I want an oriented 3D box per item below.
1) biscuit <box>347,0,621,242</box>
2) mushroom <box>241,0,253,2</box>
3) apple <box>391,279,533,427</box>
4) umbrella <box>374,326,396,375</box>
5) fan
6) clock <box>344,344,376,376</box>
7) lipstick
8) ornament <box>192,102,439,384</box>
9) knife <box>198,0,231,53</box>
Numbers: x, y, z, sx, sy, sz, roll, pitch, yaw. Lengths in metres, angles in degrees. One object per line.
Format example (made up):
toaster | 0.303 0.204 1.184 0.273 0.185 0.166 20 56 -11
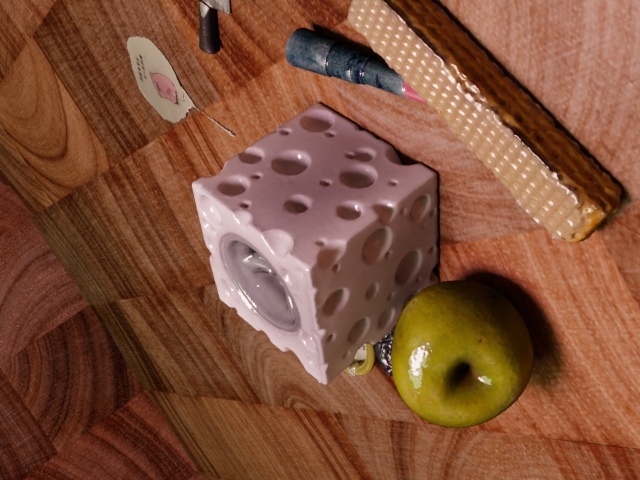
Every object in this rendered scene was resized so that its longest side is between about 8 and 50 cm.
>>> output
biscuit | 0.177 -0.151 1.101 0.379 0.054 0.094 48 155 12
mushroom | -0.101 -0.396 1.230 0.097 0.088 0.212 31 153 13
apple | 0.185 0.147 1.311 0.157 0.196 0.196 -109 -3 -64
umbrella | 0.095 0.106 1.551 0.071 0.080 0.224 -63 -52 -78
fan | -0.252 -0.255 1.754 0.310 0.010 0.182 37 149 33
clock | 0.027 0.122 1.692 0.237 0.057 0.237 40 150 30
lipstick | 0.051 -0.215 1.241 0.234 0.053 0.053 29 145 40
ornament | 0.000 0.000 1.375 0.240 0.239 0.239 35 150 34
knife | -0.156 -0.366 1.447 0.060 0.028 0.230 29 144 20
